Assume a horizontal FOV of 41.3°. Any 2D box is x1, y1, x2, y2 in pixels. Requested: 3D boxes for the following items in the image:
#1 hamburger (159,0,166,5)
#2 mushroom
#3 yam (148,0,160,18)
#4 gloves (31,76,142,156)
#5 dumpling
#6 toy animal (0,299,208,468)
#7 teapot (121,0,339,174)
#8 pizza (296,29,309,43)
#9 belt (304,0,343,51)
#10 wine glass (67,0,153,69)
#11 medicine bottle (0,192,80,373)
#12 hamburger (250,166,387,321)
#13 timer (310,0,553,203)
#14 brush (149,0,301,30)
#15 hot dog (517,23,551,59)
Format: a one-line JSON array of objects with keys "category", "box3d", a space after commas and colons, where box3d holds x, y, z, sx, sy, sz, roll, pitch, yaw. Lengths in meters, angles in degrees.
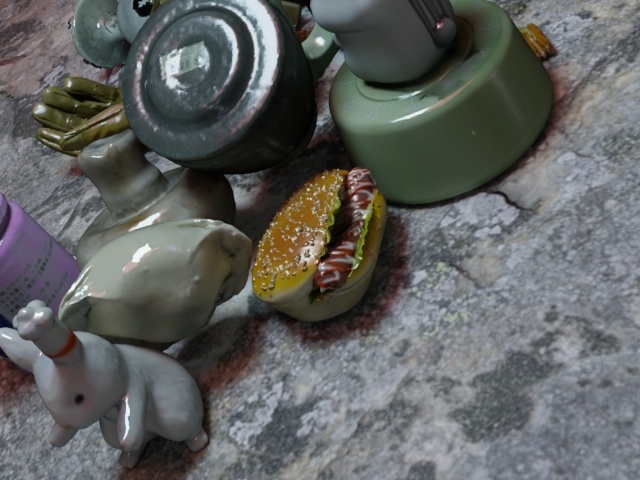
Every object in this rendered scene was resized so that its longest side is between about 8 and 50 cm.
[{"category": "hamburger", "box3d": [-0.141, -0.337, 1.397, 0.195, 0.277, 0.318, -19, 35, 7]}, {"category": "mushroom", "box3d": [-0.250, -0.047, 1.190, 0.243, 0.243, 0.243, -21, 40, 19]}, {"category": "yam", "box3d": [-0.287, -0.387, 1.575, 0.071, 0.317, 0.067, -18, 67, -27]}, {"category": "gloves", "box3d": [-0.365, -0.230, 1.559, 0.331, 0.141, 0.154, -14, 67, 12]}, {"category": "dumpling", "box3d": [-0.195, 0.060, 1.036, 0.250, 0.162, 0.132, -26, 48, -10]}, {"category": "toy animal", "box3d": [-0.255, 0.170, 0.949, 0.140, 0.282, 0.138, -13, 64, 30]}, {"category": "teapot", "box3d": [-0.102, -0.235, 1.155, 0.239, 0.239, 0.322, 7, 82, 25]}, {"category": "pizza", "box3d": [-0.035, -0.364, 1.542, 0.037, 0.016, 0.083, -34, 34, 4]}, {"category": "belt", "box3d": [0.067, -0.355, 1.316, 0.105, 0.184, 0.261, -38, 23, -5]}, {"category": "wine glass", "box3d": [-0.352, -0.463, 1.761, 0.357, 0.190, 0.190, -2, 49, 43]}, {"category": "medicine bottle", "box3d": [-0.461, 0.045, 1.215, 0.178, 0.291, 0.178, -21, 41, 20]}, {"category": "hamburger", "box3d": [0.000, 0.000, 1.047, 0.173, 0.116, 0.210, -12, 43, 32]}, {"category": "timer", "box3d": [0.103, -0.251, 1.070, 0.290, 0.315, 0.291, -22, 39, 19]}, {"category": "brush", "box3d": [-0.176, -0.441, 1.583, 0.282, 0.054, 0.048, 10, 18, -3]}, {"category": "hot dog", "box3d": [0.297, -0.275, 1.185, 0.037, 0.021, 0.083, -36, 37, 18]}]
